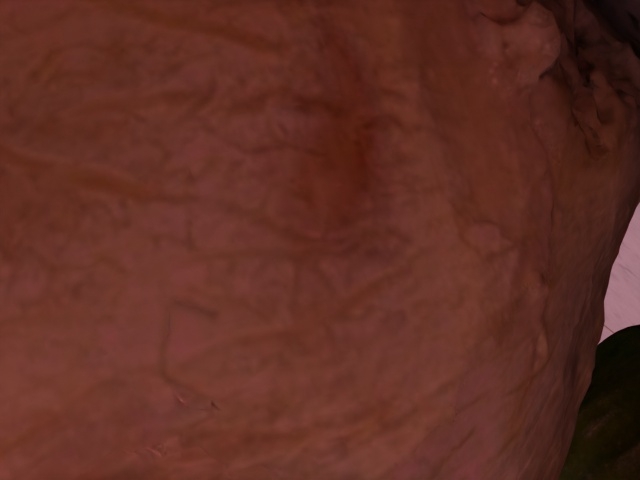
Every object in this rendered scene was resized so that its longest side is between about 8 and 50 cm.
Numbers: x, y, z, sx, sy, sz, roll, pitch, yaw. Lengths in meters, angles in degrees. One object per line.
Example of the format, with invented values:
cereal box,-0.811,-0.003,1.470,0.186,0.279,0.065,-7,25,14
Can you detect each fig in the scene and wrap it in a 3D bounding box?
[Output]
fig,0.161,0.117,0.731,0.117,0.177,0.117,57,167,21

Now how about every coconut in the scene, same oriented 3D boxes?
coconut,-0.053,-0.014,0.504,0.404,0.404,0.404,45,175,5
